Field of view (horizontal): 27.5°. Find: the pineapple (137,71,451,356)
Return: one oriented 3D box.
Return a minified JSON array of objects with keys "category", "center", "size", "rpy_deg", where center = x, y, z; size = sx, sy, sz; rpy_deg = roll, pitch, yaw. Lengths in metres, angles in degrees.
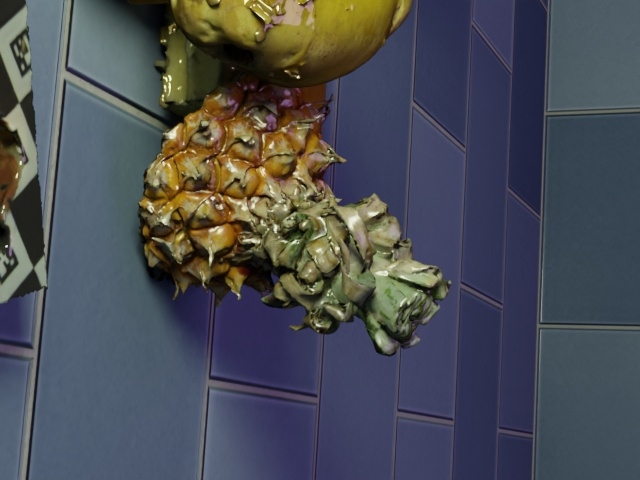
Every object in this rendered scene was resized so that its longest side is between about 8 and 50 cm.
[{"category":"pineapple","center":[0.000,0.000,1.257],"size":[0.262,0.272,0.262],"rpy_deg":[-37,146,-31]}]

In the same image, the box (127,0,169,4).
[{"category":"box","center":[-0.172,-0.378,1.208],"size":[0.174,0.076,0.274],"rpy_deg":[34,59,-66]}]

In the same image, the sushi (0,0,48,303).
[{"category":"sushi","center":[-0.300,-0.080,0.901],"size":[0.292,0.059,0.294],"rpy_deg":[-19,108,-68]}]

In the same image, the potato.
[{"category":"potato","center":[-0.025,-0.229,1.227],"size":[0.173,0.140,0.300],"rpy_deg":[56,37,5]}]

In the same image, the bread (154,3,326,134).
[{"category":"bread","center":[-0.078,-0.223,1.394],"size":[0.246,0.111,0.239],"rpy_deg":[27,65,-64]}]
